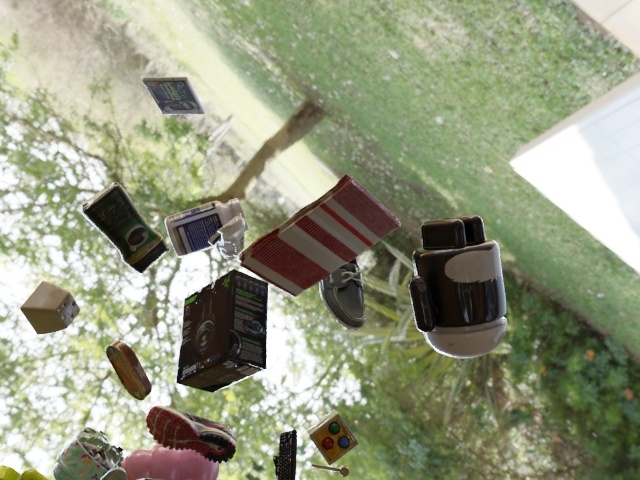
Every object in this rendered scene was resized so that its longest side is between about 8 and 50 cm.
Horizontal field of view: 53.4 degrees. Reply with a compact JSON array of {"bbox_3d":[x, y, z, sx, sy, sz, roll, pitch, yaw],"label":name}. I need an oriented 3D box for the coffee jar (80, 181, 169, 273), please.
[{"bbox_3d":[-0.403,-0.023,1.323,0.079,0.096,0.184,6,135,57],"label":"coffee jar"}]

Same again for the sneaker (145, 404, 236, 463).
[{"bbox_3d":[-0.406,0.599,1.998,0.299,0.121,0.112,29,-168,-13],"label":"sneaker"}]

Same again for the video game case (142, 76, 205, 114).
[{"bbox_3d":[-0.535,-0.528,2.332,0.173,0.022,0.190,2,152,13],"label":"video game case"}]

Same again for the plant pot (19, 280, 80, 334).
[{"bbox_3d":[-0.720,0.185,1.723,0.096,0.109,0.109,2,131,18],"label":"plant pot"}]

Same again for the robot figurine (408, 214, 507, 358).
[{"bbox_3d":[0.273,0.093,1.260,0.173,0.208,0.279,-85,-14,-85],"label":"robot figurine"}]

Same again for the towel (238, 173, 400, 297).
[{"bbox_3d":[0.000,0.000,1.477,0.237,0.329,0.037,37,-156,-47],"label":"towel"}]

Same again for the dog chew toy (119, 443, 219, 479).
[{"bbox_3d":[-0.524,0.787,2.199,0.331,0.207,0.206,11,-167,-26],"label":"dog chew toy"}]

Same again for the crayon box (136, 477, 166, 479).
[{"bbox_3d":[-0.571,0.809,1.814,0.083,0.322,0.203,28,-132,-41],"label":"crayon box"}]

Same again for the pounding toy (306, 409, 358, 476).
[{"bbox_3d":[0.042,0.728,2.191,0.206,0.181,0.094,55,170,0],"label":"pounding toy"}]

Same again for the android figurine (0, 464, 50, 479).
[{"bbox_3d":[-0.761,0.649,1.568,0.273,0.248,0.056,44,-160,-14],"label":"android figurine"}]

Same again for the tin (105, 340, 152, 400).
[{"bbox_3d":[-0.542,0.369,1.809,0.106,0.040,0.190,-1,117,45],"label":"tin"}]

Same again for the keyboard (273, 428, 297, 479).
[{"bbox_3d":[-0.108,0.647,1.845,0.023,0.108,0.180,24,-128,-31],"label":"keyboard"}]

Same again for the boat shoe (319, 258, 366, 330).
[{"bbox_3d":[0.061,0.096,1.774,0.116,0.099,0.320,4,-130,-28],"label":"boat shoe"}]

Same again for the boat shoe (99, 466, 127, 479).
[{"bbox_3d":[-0.554,0.674,1.618,0.081,0.228,0.068,25,-179,-10],"label":"boat shoe"}]

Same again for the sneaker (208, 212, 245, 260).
[{"bbox_3d":[-0.260,-0.008,1.903,0.095,0.090,0.235,54,155,1],"label":"sneaker"}]

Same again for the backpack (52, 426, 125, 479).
[{"bbox_3d":[-0.800,0.777,2.203,0.225,0.191,0.253,45,164,-3],"label":"backpack"}]

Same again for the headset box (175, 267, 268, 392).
[{"bbox_3d":[-0.270,0.245,1.769,0.131,0.246,0.283,26,-131,-36],"label":"headset box"}]

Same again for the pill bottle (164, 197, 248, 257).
[{"bbox_3d":[-0.395,-0.049,2.220,0.153,0.264,0.153,161,90,-81],"label":"pill bottle"}]
